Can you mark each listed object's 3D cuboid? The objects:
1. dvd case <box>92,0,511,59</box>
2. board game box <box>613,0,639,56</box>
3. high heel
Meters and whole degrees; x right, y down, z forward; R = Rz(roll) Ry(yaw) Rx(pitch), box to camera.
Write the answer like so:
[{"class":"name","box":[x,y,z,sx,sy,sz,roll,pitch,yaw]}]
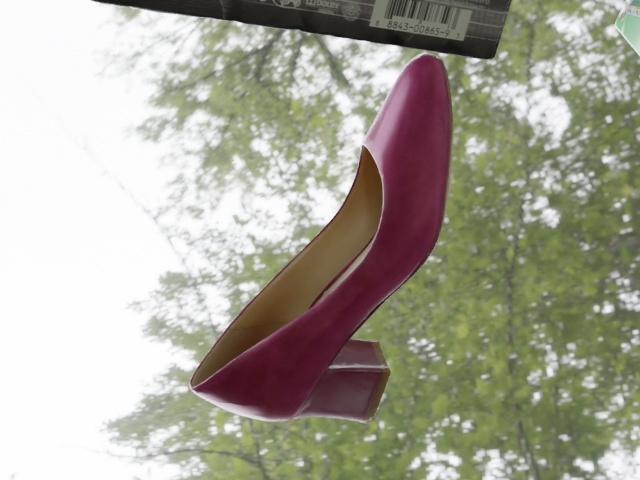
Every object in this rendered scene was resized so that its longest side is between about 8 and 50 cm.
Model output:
[{"class":"dvd case","box":[0.017,-0.177,0.358,0.164,0.018,0.221,3,-65,-25]},{"class":"board game box","box":[0.400,-0.251,1.085,0.046,0.214,0.317,12,-150,-12]},{"class":"high heel","box":[0.000,0.000,0.652,0.117,0.082,0.244,9,-65,-15]}]
